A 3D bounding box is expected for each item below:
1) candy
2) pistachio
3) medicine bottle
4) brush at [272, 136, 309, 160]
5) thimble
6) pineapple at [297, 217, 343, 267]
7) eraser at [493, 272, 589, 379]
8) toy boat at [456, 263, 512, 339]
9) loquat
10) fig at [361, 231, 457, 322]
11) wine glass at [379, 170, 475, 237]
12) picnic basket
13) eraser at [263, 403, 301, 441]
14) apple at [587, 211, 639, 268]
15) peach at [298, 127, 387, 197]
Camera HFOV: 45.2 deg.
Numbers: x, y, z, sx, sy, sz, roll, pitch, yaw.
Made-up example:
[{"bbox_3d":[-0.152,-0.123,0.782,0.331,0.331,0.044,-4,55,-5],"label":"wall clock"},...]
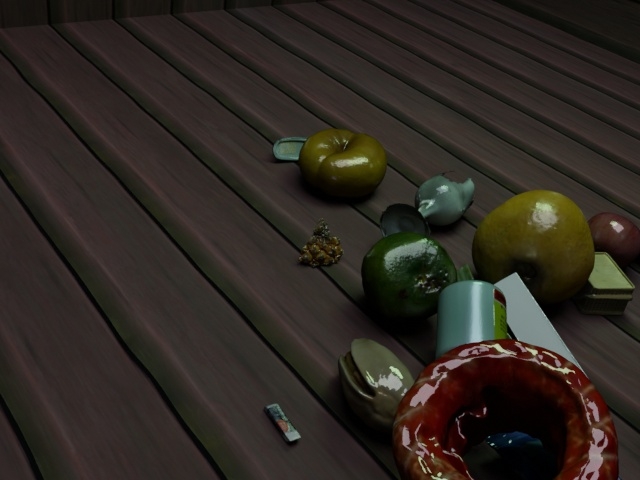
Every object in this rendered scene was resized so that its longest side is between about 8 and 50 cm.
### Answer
[{"bbox_3d":[0.442,0.422,1.309,0.187,0.077,0.331,-6,38,-33],"label":"candy"},{"bbox_3d":[0.105,0.266,1.421,0.152,0.126,0.223,28,12,-39],"label":"pistachio"},{"bbox_3d":[0.295,0.201,1.501,0.139,0.139,0.225,9,52,0],"label":"medicine bottle"},{"bbox_3d":[-0.011,-0.272,2.267,0.297,0.068,0.060,-3,13,-24],"label":"brush"},{"bbox_3d":[0.285,0.340,1.191,0.350,0.230,0.350,-8,43,7],"label":"thimble"},{"bbox_3d":[0.000,0.000,1.823,0.114,0.114,0.077,2,15,-19],"label":"pineapple"},{"bbox_3d":[0.446,0.205,1.565,0.076,0.078,0.298,-32,48,7],"label":"eraser"},{"bbox_3d":[0.351,0.167,1.655,0.055,0.093,0.293,-16,41,-6],"label":"toy boat"},{"bbox_3d":[0.492,0.010,1.765,0.275,0.275,0.275,6,33,-4],"label":"loquat"},{"bbox_3d":[0.177,0.091,1.698,0.203,0.235,0.203,2,77,-10],"label":"fig"},{"bbox_3d":[0.283,-0.081,1.975,0.143,0.143,0.321,25,35,23],"label":"wine glass"},{"bbox_3d":[0.657,0.101,1.836,0.115,0.079,0.164,1,34,-10],"label":"picnic basket"},{"bbox_3d":[-0.069,0.325,1.378,0.027,0.019,0.099,-12,40,-30],"label":"eraser"},{"bbox_3d":[0.734,0.003,1.945,0.153,0.153,0.120,34,71,32],"label":"apple"},{"bbox_3d":[0.058,-0.214,2.109,0.251,0.153,0.251,6,26,-3],"label":"peach"}]
